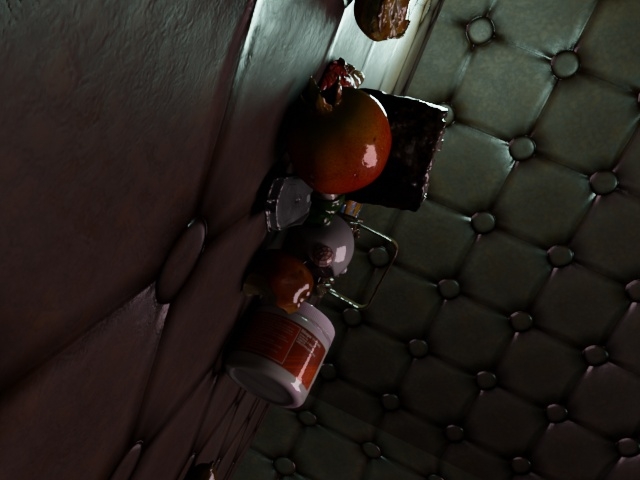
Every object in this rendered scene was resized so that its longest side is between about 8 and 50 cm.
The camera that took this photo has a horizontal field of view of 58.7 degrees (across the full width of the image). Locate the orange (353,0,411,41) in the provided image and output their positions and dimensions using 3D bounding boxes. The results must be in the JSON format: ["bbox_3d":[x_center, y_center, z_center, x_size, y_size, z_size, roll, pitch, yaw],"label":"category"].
[{"bbox_3d":[0.133,-0.514,1.250,0.160,0.112,0.170,-59,139,-9],"label":"orange"}]

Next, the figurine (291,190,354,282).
[{"bbox_3d":[0.002,-0.048,1.482,0.281,0.167,0.370,-111,-166,-53],"label":"figurine"}]

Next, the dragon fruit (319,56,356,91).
[{"bbox_3d":[0.048,-0.354,1.301,0.162,0.083,0.107,-50,161,-59],"label":"dragon fruit"}]

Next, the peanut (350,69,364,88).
[{"bbox_3d":[0.079,-0.407,1.453,0.113,0.053,0.054,-51,164,-53],"label":"peanut"}]

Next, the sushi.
[{"bbox_3d":[0.168,-0.237,1.537,0.281,0.293,0.300,-41,143,-88],"label":"sushi"}]

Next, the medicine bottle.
[{"bbox_3d":[-0.116,0.317,1.632,0.253,0.252,0.241,104,12,-58],"label":"medicine bottle"}]

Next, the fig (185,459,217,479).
[{"bbox_3d":[-0.378,0.767,1.827,0.155,0.103,0.109,-60,-161,25],"label":"fig"}]

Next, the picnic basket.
[{"bbox_3d":[0.054,0.046,1.760,0.254,0.320,0.291,-64,172,19],"label":"picnic basket"}]

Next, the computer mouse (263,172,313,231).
[{"bbox_3d":[-0.081,-0.094,1.252,0.231,0.071,0.126,-30,131,-65],"label":"computer mouse"}]

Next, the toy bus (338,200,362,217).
[{"bbox_3d":[0.086,-0.145,2.147,0.136,0.126,0.210,-43,158,-52],"label":"toy bus"}]

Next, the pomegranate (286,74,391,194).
[{"bbox_3d":[0.034,-0.216,1.160,0.221,0.220,0.257,-62,145,-26],"label":"pomegranate"}]

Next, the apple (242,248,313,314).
[{"bbox_3d":[-0.097,0.098,1.411,0.156,0.158,0.147,89,26,-69],"label":"apple"}]
